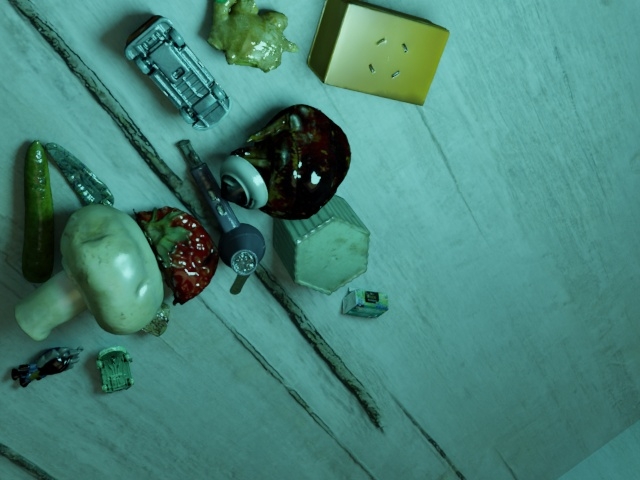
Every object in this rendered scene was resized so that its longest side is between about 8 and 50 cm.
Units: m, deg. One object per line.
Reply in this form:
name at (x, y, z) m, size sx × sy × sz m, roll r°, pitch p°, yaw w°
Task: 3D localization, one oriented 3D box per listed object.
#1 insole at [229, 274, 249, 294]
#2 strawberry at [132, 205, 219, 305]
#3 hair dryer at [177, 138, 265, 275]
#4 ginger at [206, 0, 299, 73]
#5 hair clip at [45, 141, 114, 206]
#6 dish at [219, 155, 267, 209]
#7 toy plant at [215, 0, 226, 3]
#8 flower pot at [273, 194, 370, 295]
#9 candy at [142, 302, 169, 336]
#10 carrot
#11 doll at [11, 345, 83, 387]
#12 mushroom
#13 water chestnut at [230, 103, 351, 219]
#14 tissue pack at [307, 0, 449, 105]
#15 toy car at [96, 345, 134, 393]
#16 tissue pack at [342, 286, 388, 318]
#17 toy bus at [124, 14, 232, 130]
insole at (-0.212, 0.093, 2.077) m, size 0.045 × 0.002 × 0.135 m, roll 18°, pitch 112°, yaw -29°
strawberry at (-0.326, 0.048, 1.858) m, size 0.150 × 0.253 × 0.280 m, roll -27°, pitch 128°, yaw -14°
hair dryer at (-0.250, -0.078, 1.835) m, size 0.121 × 0.301 × 0.361 m, roll -30°, pitch 101°, yaw -2°
ginger at (-0.149, -0.457, 1.709) m, size 0.216 × 0.102 × 0.157 m, roll 13°, pitch 86°, yaw -22°
hair clip at (-0.561, -0.150, 1.766) m, size 0.066 × 0.036 × 0.229 m, roll -31°, pitch 132°, yaw 3°
dish at (-0.198, -0.116, 1.750) m, size 0.078 × 0.141 × 0.141 m, roll -41°, pitch 132°, yaw -31°
toy plant at (-0.207, -0.580, 1.611) m, size 0.200 × 0.105 × 0.143 m, roll -15°, pitch 118°, yaw -1°
flower pot at (0.000, 0.000, 1.991) m, size 0.209 × 0.190 × 0.239 m, roll -7°, pitch 122°, yaw -18°
candy at (-0.446, 0.195, 1.996) m, size 0.110 × 0.085 × 0.095 m, roll 22°, pitch 116°, yaw -21°
carrot at (-0.655, -0.063, 1.764) m, size 0.074 × 0.074 × 0.359 m, roll -1°, pitch 117°, yaw -22°
doll at (-0.703, 0.322, 1.976) m, size 0.195 × 0.070 × 0.096 m, roll -25°, pitch 141°, yaw 2°
mushroom at (-0.501, 0.092, 1.772) m, size 0.315 × 0.315 × 0.356 m, roll 15°, pitch 124°, yaw -29°
water chestnut at (-0.065, -0.182, 1.826) m, size 0.244 × 0.289 × 0.289 m, roll 38°, pitch 103°, yaw 4°
tissue pack at (0.134, -0.455, 1.800) m, size 0.274 × 0.145 × 0.194 m, roll 8°, pitch 118°, yaw -26°
toy car at (-0.554, 0.343, 2.055) m, size 0.093 × 0.058 × 0.186 m, roll -11°, pitch 135°, yaw -17°
tissue pack at (0.131, 0.176, 2.225) m, size 0.111 × 0.079 × 0.085 m, roll 10°, pitch 151°, yaw -25°
toy bus at (-0.311, -0.371, 1.682) m, size 0.121 × 0.120 × 0.265 m, roll -39°, pitch 126°, yaw 4°
